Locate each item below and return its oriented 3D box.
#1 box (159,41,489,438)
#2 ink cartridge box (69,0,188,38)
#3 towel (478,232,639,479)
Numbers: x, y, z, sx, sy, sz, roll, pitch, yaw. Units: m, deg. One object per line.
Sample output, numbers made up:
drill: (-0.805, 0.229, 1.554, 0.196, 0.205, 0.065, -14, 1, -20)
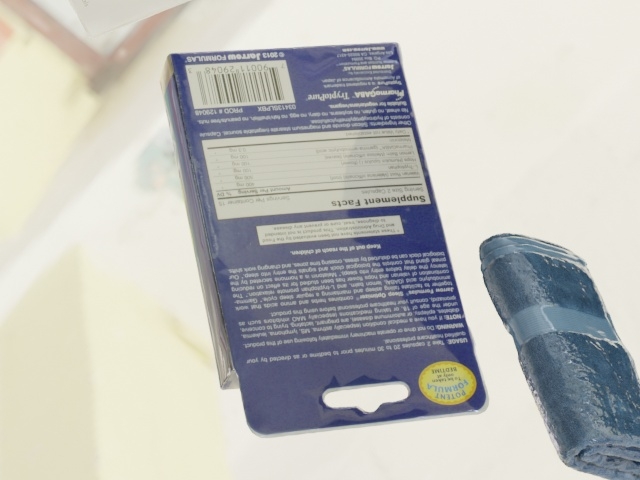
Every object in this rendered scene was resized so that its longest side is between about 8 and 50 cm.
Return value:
box: (0.000, 0.000, 1.054, 0.036, 0.136, 0.225, 119, -37, -59)
ink cartridge box: (-0.026, -0.294, 1.512, 0.353, 0.119, 0.207, -19, -160, 19)
towel: (0.113, 0.050, 0.879, 0.029, 0.067, 0.119, -42, -129, 31)
